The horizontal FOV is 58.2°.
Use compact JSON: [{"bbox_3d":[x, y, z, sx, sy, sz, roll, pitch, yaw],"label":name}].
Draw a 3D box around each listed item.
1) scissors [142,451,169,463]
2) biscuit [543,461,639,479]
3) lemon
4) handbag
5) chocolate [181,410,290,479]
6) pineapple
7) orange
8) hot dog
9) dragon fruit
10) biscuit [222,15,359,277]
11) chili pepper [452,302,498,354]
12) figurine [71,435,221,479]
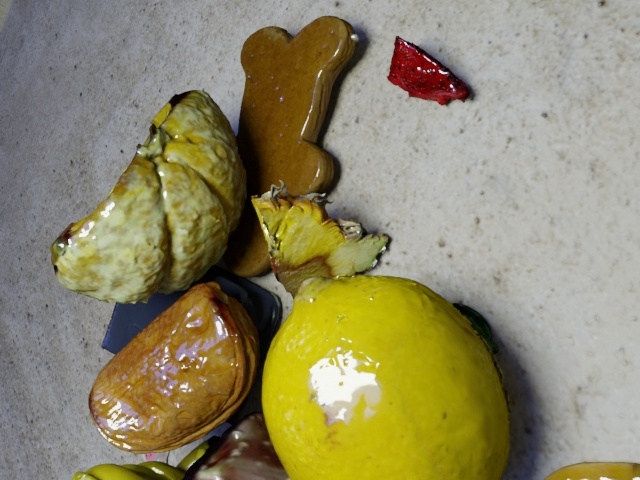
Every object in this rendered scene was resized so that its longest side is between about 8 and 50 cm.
[{"bbox_3d":[-0.306,0.391,1.070,0.118,0.031,0.242,-12,75,38],"label":"scissors"},{"bbox_3d":[0.319,0.312,0.530,0.260,0.041,0.203,34,104,38],"label":"biscuit"},{"bbox_3d":[0.067,0.172,0.629,0.258,0.258,0.310,-26,94,35],"label":"lemon"},{"bbox_3d":[-0.235,0.167,1.001,0.326,0.118,0.269,22,92,39],"label":"handbag"},{"bbox_3d":[-0.062,0.419,0.731,0.210,0.225,0.340,12,88,34],"label":"chocolate"},{"bbox_3d":[-0.003,-0.004,0.832,0.164,0.249,0.140,-34,33,-4],"label":"pineapple"},{"bbox_3d":[-0.236,-0.048,0.887,0.271,0.210,0.368,-30,31,47],"label":"orange"},{"bbox_3d":[-0.208,0.189,0.836,0.272,0.122,0.196,-44,62,10],"label":"hot dog"},{"bbox_3d":[0.144,-0.218,0.791,0.131,0.097,0.063,43,114,18],"label":"dragon fruit"},{"bbox_3d":[-0.076,-0.149,0.968,0.283,0.064,0.431,13,92,42],"label":"biscuit"},{"bbox_3d":[0.168,0.104,0.716,0.118,0.035,0.055,18,78,39],"label":"chili pepper"},{"bbox_3d":[-0.246,0.393,0.836,0.169,0.326,0.218,14,77,7],"label":"figurine"}]
